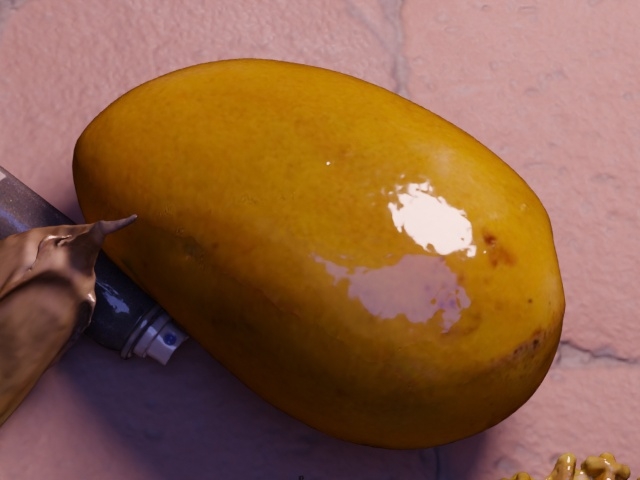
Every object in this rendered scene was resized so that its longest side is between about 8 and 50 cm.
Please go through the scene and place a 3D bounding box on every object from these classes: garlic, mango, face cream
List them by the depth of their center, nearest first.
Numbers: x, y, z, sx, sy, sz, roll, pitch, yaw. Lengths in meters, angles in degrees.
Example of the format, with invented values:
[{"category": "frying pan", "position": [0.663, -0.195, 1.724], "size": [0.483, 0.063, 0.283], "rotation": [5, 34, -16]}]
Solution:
[{"category": "garlic", "position": [-0.283, 0.091, 1.244], "size": [0.338, 0.196, 0.151], "rotation": [-36, 99, -7]}, {"category": "mango", "position": [0.000, 0.000, 1.302], "size": [0.445, 0.232, 0.300], "rotation": [26, 65, 6]}, {"category": "face cream", "position": [-0.239, 0.013, 1.342], "size": [0.283, 0.073, 0.073], "rotation": [37, 71, 4]}]

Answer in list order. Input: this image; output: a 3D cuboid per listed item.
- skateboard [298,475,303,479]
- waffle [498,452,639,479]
[{"category": "skateboard", "position": [-0.007, 0.226, 1.304], "size": [0.064, 0.083, 0.032], "rotation": [7, 71, -7]}, {"category": "waffle", "position": [0.232, 0.317, 1.327], "size": [0.249, 0.056, 0.253], "rotation": [-17, 77, -13]}]
